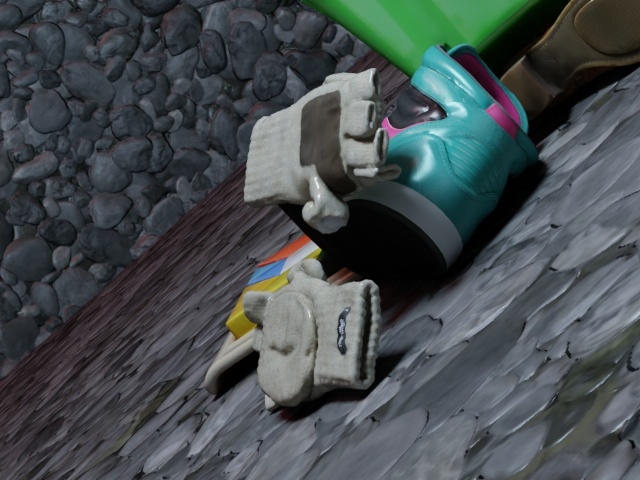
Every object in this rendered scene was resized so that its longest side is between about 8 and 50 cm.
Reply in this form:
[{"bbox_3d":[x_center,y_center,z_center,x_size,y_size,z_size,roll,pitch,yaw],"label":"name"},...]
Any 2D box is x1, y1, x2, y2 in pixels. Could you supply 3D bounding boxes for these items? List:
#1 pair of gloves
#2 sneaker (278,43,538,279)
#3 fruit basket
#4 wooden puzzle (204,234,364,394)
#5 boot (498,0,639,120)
[{"bbox_3d":[0.000,0.000,1.166,0.204,0.042,0.240,-24,61,60],"label":"pair of gloves"},{"bbox_3d":[0.071,-0.071,1.287,0.178,0.124,0.295,-48,20,-13],"label":"sneaker"},{"bbox_3d":[0.091,-0.321,1.474,0.283,0.392,0.392,-40,8,11],"label":"fruit basket"},{"bbox_3d":[-0.007,0.024,1.487,0.238,0.044,0.221,-39,9,18],"label":"wooden puzzle"},{"bbox_3d":[0.228,-0.175,1.347,0.197,0.073,0.152,-32,5,23],"label":"boot"}]
